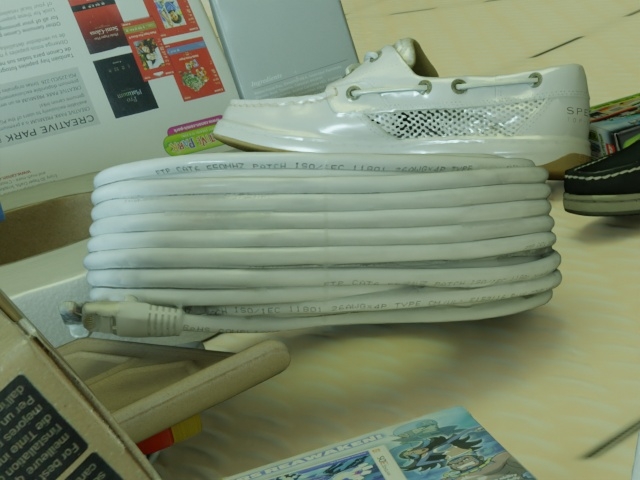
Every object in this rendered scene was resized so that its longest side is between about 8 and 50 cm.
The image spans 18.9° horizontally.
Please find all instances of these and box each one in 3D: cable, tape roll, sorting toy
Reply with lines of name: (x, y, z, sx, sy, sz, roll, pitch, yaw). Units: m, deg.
cable: (0.000, 0.000, 1.038, 0.257, 0.089, 0.257, -3, 0, 5)
tape roll: (-0.201, 0.028, 1.317, 0.392, 0.072, 0.392, -15, 13, 3)
sorting toy: (-0.141, 0.095, 0.934, 0.193, 0.038, 0.208, -24, 12, -37)

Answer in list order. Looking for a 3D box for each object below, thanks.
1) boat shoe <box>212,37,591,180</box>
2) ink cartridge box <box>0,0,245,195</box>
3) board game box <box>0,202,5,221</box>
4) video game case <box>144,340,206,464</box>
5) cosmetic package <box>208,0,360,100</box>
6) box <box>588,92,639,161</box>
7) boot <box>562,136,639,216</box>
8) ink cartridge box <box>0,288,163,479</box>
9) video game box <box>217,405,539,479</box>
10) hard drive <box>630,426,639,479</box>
boat shoe: (0.059, -0.096, 1.374, 0.277, 0.096, 0.098, 3, -1, 17)
ink cartridge box: (-0.238, -0.118, 1.646, 0.309, 0.272, 0.130, -16, -14, -33)
board game box: (-0.349, -0.001, 1.333, 0.210, 0.047, 0.160, -5, 17, 38)
video game case: (-0.187, 0.114, 1.026, 0.227, 0.026, 0.206, -12, 13, 12)
cosmetic package: (-0.025, -0.152, 1.508, 0.107, 0.238, 0.127, -15, 13, -1)
box: (0.287, -0.094, 1.371, 0.207, 0.036, 0.114, -17, 13, -10)
boot: (0.239, -0.121, 1.214, 0.236, 0.178, 0.085, -19, 13, -23)
ink cartridge box: (-0.187, 0.097, 0.758, 0.193, 0.088, 0.234, -42, 25, -8)
video game box: (-0.012, 0.132, 0.706, 0.205, 0.048, 0.187, -16, 16, -8)
hard drive: (0.194, 0.102, 0.568, 0.210, 0.040, 0.319, -4, 15, 14)
